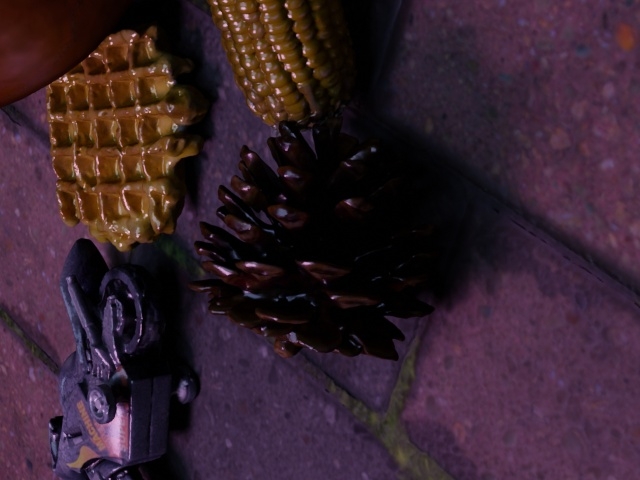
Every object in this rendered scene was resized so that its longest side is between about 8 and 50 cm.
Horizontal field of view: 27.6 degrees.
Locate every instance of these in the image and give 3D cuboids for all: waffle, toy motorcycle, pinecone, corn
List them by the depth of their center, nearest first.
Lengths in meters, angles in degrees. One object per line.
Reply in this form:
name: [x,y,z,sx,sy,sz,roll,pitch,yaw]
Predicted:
corn: [-0.046,-0.216,1.017,0.115,0.115,0.318,19,141,42]
pinecone: [0.000,0.000,1.022,0.207,0.207,0.208,12,108,44]
waffle: [-0.187,-0.102,1.288,0.219,0.057,0.229,0,100,46]
toy motorcycle: [-0.219,0.160,1.349,0.173,0.108,0.307,19,110,48]

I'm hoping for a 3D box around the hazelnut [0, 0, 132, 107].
hazelnut: [-0.325,-0.301,1.195,0.365,0.365,0.366,12,108,44]
